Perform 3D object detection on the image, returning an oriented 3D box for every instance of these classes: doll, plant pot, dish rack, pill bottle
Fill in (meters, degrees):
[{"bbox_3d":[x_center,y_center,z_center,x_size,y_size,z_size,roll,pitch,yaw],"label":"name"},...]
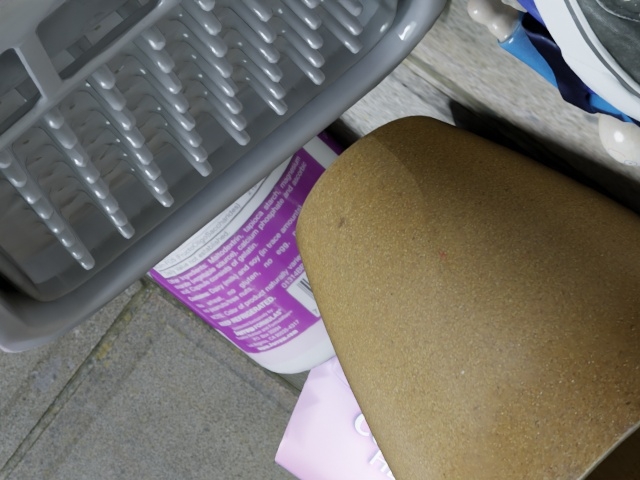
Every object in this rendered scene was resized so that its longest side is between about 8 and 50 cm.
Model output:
[{"bbox_3d":[0.115,-0.086,0.631,0.129,0.046,0.189,18,167,33],"label":"doll"},{"bbox_3d":[0.107,0.050,0.858,0.254,0.237,0.237,49,176,29],"label":"plant pot"},{"bbox_3d":[-0.067,-0.086,0.622,0.072,0.285,0.333,48,172,13],"label":"dish rack"},{"bbox_3d":[-0.086,-0.050,1.096,0.301,0.169,0.169,42,168,-22],"label":"pill bottle"}]

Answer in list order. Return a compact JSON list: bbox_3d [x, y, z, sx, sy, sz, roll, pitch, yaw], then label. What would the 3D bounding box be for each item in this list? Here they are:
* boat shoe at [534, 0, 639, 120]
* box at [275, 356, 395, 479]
[{"bbox_3d":[0.105,-0.108,0.484,0.219,0.078,0.070,47,167,-36],"label":"boat shoe"},{"bbox_3d":[0.128,0.165,1.198,0.213,0.117,0.243,31,-163,28],"label":"box"}]
